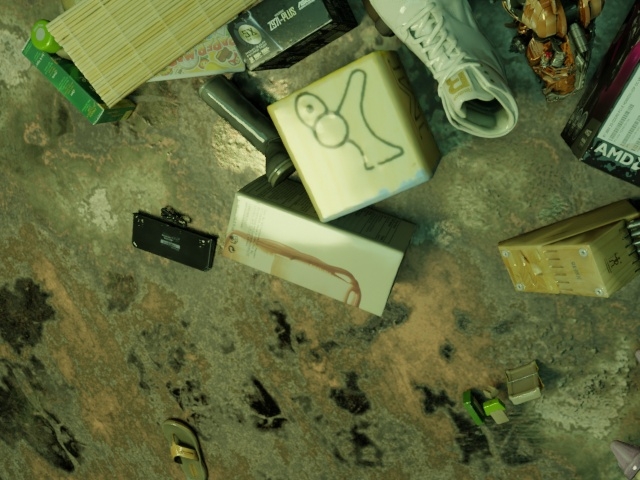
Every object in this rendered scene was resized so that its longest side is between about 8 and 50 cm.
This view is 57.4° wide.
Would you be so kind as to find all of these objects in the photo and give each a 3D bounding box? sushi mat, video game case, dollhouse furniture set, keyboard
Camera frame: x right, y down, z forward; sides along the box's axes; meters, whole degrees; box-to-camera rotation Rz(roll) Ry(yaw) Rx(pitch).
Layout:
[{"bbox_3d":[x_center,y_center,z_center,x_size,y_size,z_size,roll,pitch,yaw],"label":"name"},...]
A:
[{"bbox_3d":[-0.261,-0.368,0.940,0.316,0.019,0.151,-40,114,-9],"label":"sushi mat"},{"bbox_3d":[-0.248,-0.374,0.968,0.227,0.026,0.206,-13,108,-21],"label":"video game case"},{"bbox_3d":[0.339,0.285,1.060,0.152,0.076,0.058,-28,110,25],"label":"dollhouse furniture set"},{"bbox_3d":[-0.297,-0.011,1.178,0.180,0.023,0.108,18,118,10],"label":"keyboard"}]

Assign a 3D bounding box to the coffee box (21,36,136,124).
[{"bbox_3d":[-0.441,-0.295,1.079,0.184,0.113,0.040,45,111,0],"label":"coffee box"}]

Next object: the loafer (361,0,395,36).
[{"bbox_3d":[0.174,-0.467,0.823,0.130,0.134,0.366,44,114,0],"label":"loafer"}]

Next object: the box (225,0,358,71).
[{"bbox_3d":[-0.038,-0.333,0.906,0.147,0.180,0.077,-24,99,23],"label":"box"}]

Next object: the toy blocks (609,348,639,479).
[{"bbox_3d":[0.605,0.271,0.922,0.260,0.309,0.288,40,105,37],"label":"toy blocks"}]

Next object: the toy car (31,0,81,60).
[{"bbox_3d":[-0.390,-0.406,1.013,0.149,0.155,0.188,7,95,22],"label":"toy car"}]

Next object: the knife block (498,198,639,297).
[{"bbox_3d":[0.461,-0.006,0.929,0.276,0.242,0.088,-5,112,65],"label":"knife block"}]

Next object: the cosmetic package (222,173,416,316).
[{"bbox_3d":[0.000,0.000,1.022,0.296,0.153,0.129,20,114,11],"label":"cosmetic package"}]

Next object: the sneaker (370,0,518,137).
[{"bbox_3d":[0.177,-0.262,0.803,0.292,0.169,0.108,32,128,-30],"label":"sneaker"}]

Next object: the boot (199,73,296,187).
[{"bbox_3d":[-0.117,-0.191,0.981,0.076,0.189,0.208,-39,98,8],"label":"boot"}]

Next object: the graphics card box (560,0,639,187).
[{"bbox_3d":[0.452,-0.268,0.752,0.094,0.233,0.371,25,114,7],"label":"graphics card box"}]

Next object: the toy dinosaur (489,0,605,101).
[{"bbox_3d":[0.314,-0.327,0.770,0.164,0.218,0.322,-9,150,-7],"label":"toy dinosaur"}]

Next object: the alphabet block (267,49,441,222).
[{"bbox_3d":[0.062,-0.168,0.924,0.192,0.193,0.197,-21,100,19],"label":"alphabet block"}]

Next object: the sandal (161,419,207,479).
[{"bbox_3d":[-0.310,0.489,1.330,0.072,0.049,0.180,-14,103,20],"label":"sandal"}]
